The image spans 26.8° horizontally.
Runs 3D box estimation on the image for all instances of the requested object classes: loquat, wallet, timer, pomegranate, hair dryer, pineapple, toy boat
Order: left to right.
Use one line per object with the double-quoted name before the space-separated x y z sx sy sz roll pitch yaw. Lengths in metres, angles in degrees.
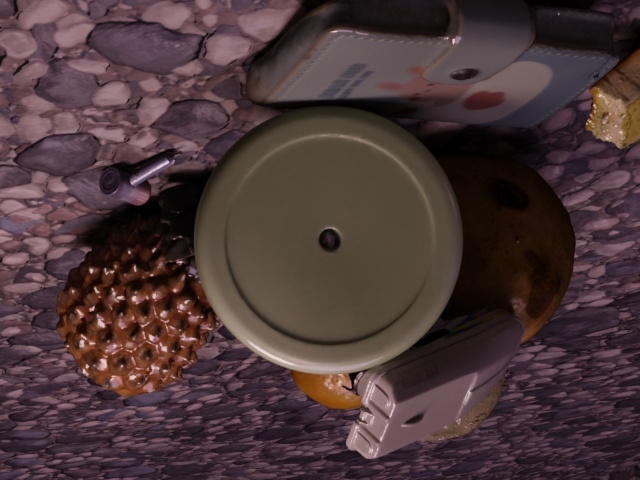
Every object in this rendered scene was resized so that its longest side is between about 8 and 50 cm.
"hair dryer" -0.212 -0.083 1.664 0.114 0.037 0.063 -27 155 26
"pineapple" -0.188 0.030 1.766 0.223 0.223 0.357 11 132 -42
"timer" 0.000 0.000 1.583 0.291 0.290 0.315 -7 180 -4
"loquat" 0.034 0.185 2.240 0.187 0.176 0.234 -32 -159 -11
"toy boat" 0.128 0.149 1.573 0.141 0.140 0.269 -29 -177 44
"wallet" 0.122 -0.193 1.436 0.360 0.083 0.252 1 163 -23
"pomegranate" 0.195 0.018 1.750 0.281 0.281 0.281 -7 159 -3

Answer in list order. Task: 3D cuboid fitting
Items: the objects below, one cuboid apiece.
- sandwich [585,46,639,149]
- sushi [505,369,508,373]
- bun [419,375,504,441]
"sandwich" 0.383 -0.165 1.549 0.162 0.058 0.193 -40 155 12
"sushi" 0.293 0.242 2.644 0.150 0.078 0.090 -11 153 10
"bun" 0.197 0.222 2.335 0.259 0.259 0.152 -7 155 -4
